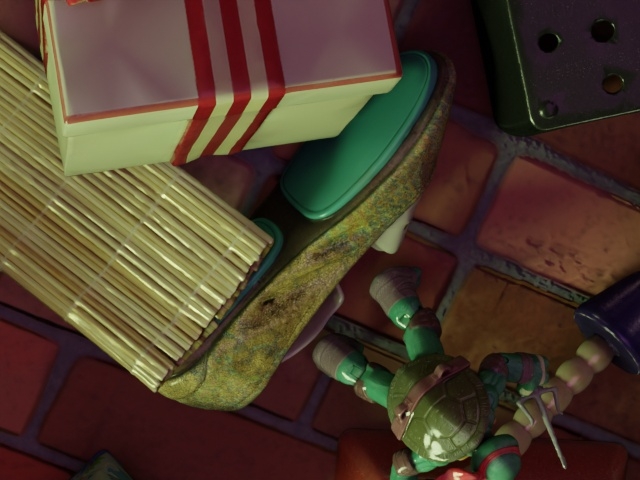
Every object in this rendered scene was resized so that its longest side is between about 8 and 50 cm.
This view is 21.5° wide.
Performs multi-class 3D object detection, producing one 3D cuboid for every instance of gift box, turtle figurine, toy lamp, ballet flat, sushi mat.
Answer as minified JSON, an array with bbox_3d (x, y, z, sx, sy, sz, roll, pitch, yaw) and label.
[{"bbox_3d":[-0.100,-0.201,1.168,0.255,0.258,0.276,-14,86,-11],"label":"gift box"},{"bbox_3d":[0.100,0.131,1.312,0.175,0.234,0.118,-38,146,-6],"label":"turtle figurine"},{"bbox_3d":[0.188,0.135,1.393,0.275,0.080,0.080,-43,105,-9],"label":"toy lamp"},{"bbox_3d":[0.000,0.000,1.346,0.123,0.123,0.348,41,94,-14],"label":"ballet flat"},{"bbox_3d":[-0.201,-0.034,1.296,0.316,0.019,0.151,37,95,6],"label":"sushi mat"}]

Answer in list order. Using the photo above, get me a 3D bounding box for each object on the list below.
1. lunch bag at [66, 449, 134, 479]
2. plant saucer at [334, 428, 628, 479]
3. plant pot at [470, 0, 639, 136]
[{"bbox_3d":[-0.155,0.263,1.369,0.096,0.129,0.151,-36,104,2],"label":"lunch bag"},{"bbox_3d":[0.133,0.298,1.459,0.259,0.048,0.259,4,103,-8],"label":"plant saucer"},{"bbox_3d":[0.207,-0.172,1.276,0.188,0.167,0.187,-11,104,9],"label":"plant pot"}]
